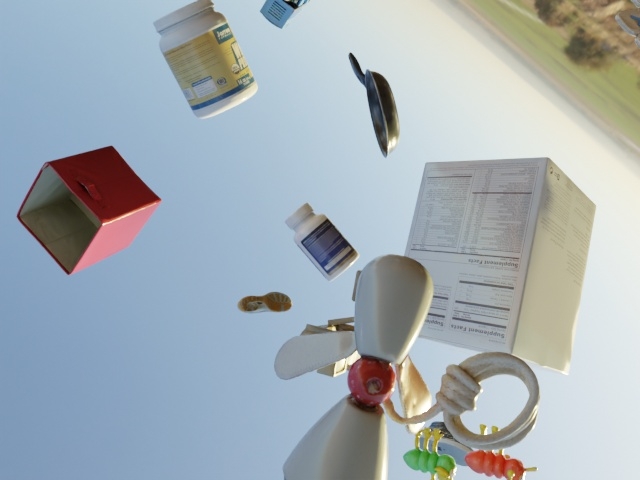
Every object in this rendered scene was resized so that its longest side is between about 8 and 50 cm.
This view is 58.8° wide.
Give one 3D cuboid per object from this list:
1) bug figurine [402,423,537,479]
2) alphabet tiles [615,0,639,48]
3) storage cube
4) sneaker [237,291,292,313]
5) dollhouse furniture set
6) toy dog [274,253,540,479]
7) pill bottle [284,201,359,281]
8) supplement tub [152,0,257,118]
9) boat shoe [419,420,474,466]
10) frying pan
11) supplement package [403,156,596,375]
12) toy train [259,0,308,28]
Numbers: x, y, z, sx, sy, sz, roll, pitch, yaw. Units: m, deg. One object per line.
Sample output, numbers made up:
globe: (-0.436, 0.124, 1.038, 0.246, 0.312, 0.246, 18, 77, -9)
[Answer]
bug figurine: (0.251, 0.413, 0.933, 0.072, 0.216, 0.279, -53, -46, -43)
alphabet tiles: (0.656, -0.351, 0.979, 0.278, 0.021, 0.284, -13, -116, -20)
storage cube: (-0.518, -0.072, 1.279, 0.184, 0.215, 0.193, 47, -148, 3)
sneaker: (-0.085, 0.094, 0.857, 0.083, 0.037, 0.032, 3, -102, -20)
dollhouse furniture set: (0.024, 0.126, 0.956, 0.101, 0.161, 0.182, 10, 180, 23)
toy dog: (0.033, 0.191, 0.567, 0.220, 0.334, 0.161, 40, 176, 4)
pill bottle: (0.000, 0.000, 1.271, 0.169, 0.094, 0.094, 49, -156, 0)
supplement tub: (-0.228, -0.361, 1.128, 0.144, 0.144, 0.200, -83, -30, -63)
boat shoe: (0.342, 0.524, 1.489, 0.083, 0.183, 0.065, -30, -69, -36)
frying pan: (0.127, -0.311, 1.308, 0.326, 0.053, 0.197, -101, -2, -61)
supplement package: (0.257, 0.038, 0.842, 0.198, 0.263, 0.199, 5, 166, 45)
toy train: (-0.069, -0.542, 1.273, 0.080, 0.105, 0.184, 37, -151, -11)
